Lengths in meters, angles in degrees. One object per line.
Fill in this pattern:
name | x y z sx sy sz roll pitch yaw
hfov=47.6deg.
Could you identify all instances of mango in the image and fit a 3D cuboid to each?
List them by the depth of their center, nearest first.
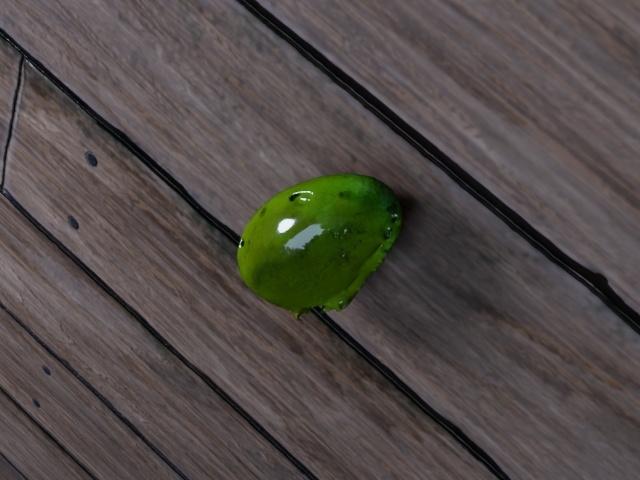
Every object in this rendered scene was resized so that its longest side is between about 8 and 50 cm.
mango | 0.000 -0.001 0.664 0.119 0.100 0.178 27 134 -32
